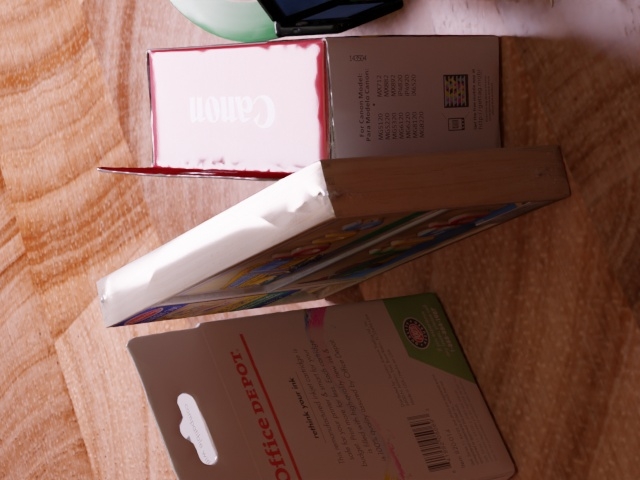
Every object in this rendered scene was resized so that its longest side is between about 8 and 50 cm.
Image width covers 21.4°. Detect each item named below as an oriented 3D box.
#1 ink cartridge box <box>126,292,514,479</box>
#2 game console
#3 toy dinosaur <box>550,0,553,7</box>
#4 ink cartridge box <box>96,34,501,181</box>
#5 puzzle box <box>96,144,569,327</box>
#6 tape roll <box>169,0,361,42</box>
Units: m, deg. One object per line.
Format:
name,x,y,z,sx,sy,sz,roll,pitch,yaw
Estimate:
ink cartridge box,-0.018,0.178,1.565,0.119,0.353,0.207,-49,56,45
game console,0.002,-0.236,1.580,0.107,0.122,0.071,1,109,34
toy dinosaur,0.170,-0.265,1.523,0.183,0.053,0.093,29,133,57
ink cartridge box,-0.030,-0.126,1.613,0.309,0.272,0.130,5,98,53
puzzle box,0.000,0.000,1.589,0.409,0.272,0.052,-26,74,53
tape roll,-0.064,-0.366,1.728,0.321,0.077,0.321,15,113,38
